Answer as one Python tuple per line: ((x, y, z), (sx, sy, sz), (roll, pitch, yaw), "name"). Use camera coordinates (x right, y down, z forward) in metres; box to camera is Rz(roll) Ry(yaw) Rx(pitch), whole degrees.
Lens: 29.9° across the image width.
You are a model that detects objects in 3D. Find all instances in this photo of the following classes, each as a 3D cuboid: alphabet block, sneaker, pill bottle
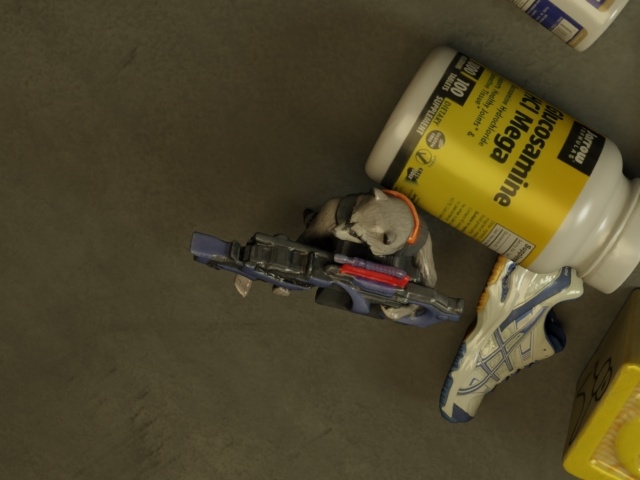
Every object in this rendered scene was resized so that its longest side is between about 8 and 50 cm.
((0.438, 0.212, 1.522), (0.193, 0.197, 0.192), (24, 122, 6), "alphabet block")
((0.254, 0.144, 1.603), (0.131, 0.112, 0.296), (23, 122, 6), "sneaker")
((0.258, -0.313, 1.364), (0.187, 0.112, 0.112), (37, 122, -2), "pill bottle")
((0.238, -0.079, 1.448), (0.334, 0.188, 0.188), (30, 122, 2), "pill bottle")

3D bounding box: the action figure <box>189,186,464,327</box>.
((0.000, 0.000, 1.485), (0.341, 0.178, 0.330), (17, 162, -19), "action figure")
